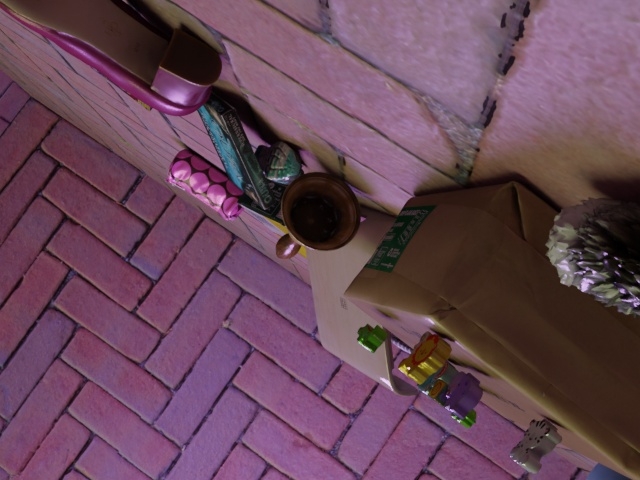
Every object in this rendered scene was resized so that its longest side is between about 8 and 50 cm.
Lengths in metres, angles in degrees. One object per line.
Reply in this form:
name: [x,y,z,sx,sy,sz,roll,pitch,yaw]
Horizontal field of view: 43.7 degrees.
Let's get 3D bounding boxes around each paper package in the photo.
paper package: [0.218,0.089,0.903,0.309,0.168,0.325,38,173,-9]

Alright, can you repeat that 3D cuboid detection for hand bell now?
hand bell: [-0.036,-0.010,1.299,0.126,0.126,0.242,36,155,-6]

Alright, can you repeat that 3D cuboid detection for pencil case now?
pencil case: [-0.275,-0.132,1.963,0.209,0.098,0.095,33,172,6]

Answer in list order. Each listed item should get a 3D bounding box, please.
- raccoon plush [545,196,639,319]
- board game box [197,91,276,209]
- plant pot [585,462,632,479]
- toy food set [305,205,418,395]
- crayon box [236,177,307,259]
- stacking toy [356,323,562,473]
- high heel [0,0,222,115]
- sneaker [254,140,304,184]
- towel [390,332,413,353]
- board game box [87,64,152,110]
raccoon plush: [0.209,0.016,0.412,0.299,0.216,0.446,49,166,-33]
board game box: [-0.138,-0.146,1.240,0.126,0.026,0.186,40,159,47]
plant pot: [0.614,0.509,1.438,0.293,0.293,0.235,40,-175,-35]
toy food set: [0.077,0.092,1.337,0.220,0.092,0.306,24,128,56]
crayon box: [0.000,0.000,1.640,0.318,0.081,0.202,41,171,-37]
stacking toy: [0.137,0.151,0.848,0.167,0.052,0.221,39,174,-11]
high heel: [-0.313,-0.278,1.037,0.377,0.127,0.181,34,163,-16]
sneaker: [-0.054,-0.118,1.273,0.076,0.065,0.166,20,-178,-24]
towel: [0.304,0.258,1.783,0.235,0.121,0.284,37,172,-25]
board game box: [-0.339,-0.304,1.294,0.194,0.060,0.194,37,173,-11]
